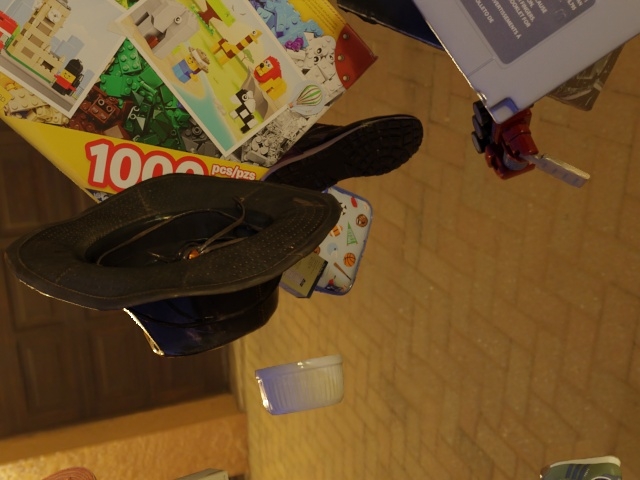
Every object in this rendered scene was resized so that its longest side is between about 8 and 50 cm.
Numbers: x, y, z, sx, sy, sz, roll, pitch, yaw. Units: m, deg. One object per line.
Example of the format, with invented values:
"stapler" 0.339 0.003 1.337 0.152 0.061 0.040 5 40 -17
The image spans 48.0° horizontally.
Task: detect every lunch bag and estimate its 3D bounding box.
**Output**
"lunch bag" 0.000 0.000 1.952 0.115 0.243 0.303 3 74 60

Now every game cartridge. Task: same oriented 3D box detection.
"game cartridge" 0.166 -0.281 0.662 0.294 0.196 0.060 53 -154 -9

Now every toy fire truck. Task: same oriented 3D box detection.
"toy fire truck" 0.449 -0.191 1.563 0.217 0.159 0.246 63 -172 -69

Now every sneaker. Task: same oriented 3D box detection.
"sneaker" 0.613 0.567 1.692 0.064 0.192 0.086 54 -150 -29
"sneaker" 0.021 -0.161 1.164 0.107 0.284 0.124 77 171 -45

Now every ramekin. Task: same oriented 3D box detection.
"ramekin" -0.042 0.333 1.652 0.207 0.207 0.108 140 121 -68

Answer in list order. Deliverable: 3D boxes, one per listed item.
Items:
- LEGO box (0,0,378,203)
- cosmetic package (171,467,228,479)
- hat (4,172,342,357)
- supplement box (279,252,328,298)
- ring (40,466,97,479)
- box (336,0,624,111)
"LEGO box" -0.242 -0.279 0.904 0.500 0.372 0.193 43 -178 -16
"cosmetic package" -0.166 0.320 0.871 0.041 0.115 0.060 -12 85 46
"hat" -0.135 0.036 0.735 0.331 0.332 0.133 -135 33 -61
"supplement box" -0.046 0.055 1.360 0.083 0.083 0.056 -62 21 -16
"ring" -0.493 0.511 1.163 0.032 0.337 0.336 55 171 -22
"box" 0.323 -0.472 1.020 0.297 0.472 0.479 31 109 23
